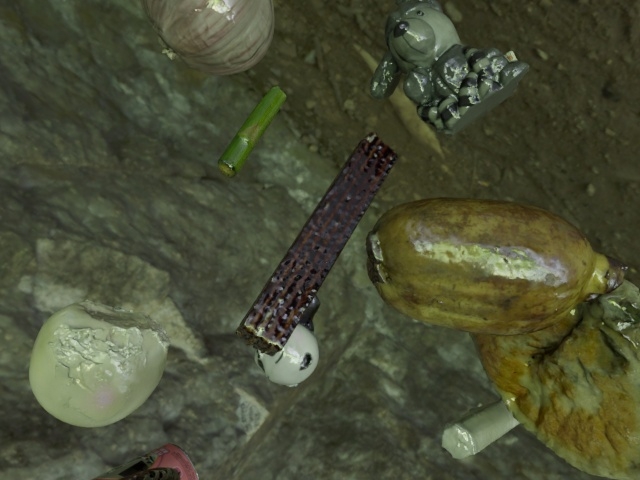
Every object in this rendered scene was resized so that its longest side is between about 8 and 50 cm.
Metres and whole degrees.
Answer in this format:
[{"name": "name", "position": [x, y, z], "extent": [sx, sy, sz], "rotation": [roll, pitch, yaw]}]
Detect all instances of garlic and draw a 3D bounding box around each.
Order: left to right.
[{"name": "garlic", "position": [-0.233, -0.479, 1.137], "extent": [0.317, 0.259, 0.317], "rotation": [42, -167, -12]}]

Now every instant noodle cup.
[{"name": "instant noodle cup", "position": [-0.447, 0.637, 1.393], "extent": [0.244, 0.244, 0.255], "rotation": [38, -146, 25]}]

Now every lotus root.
[{"name": "lotus root", "position": [0.174, 0.026, 0.569], "extent": [0.260, 0.129, 0.145], "rotation": [4, 142, 2]}]

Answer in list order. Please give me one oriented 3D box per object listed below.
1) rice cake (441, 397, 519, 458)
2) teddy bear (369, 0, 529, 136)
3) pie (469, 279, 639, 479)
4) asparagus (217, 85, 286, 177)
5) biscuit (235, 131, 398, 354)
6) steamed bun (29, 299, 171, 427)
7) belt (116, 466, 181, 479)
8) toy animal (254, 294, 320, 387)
[{"name": "rice cake", "position": [0.277, 0.293, 0.918], "extent": [0.052, 0.057, 0.256], "rotation": [-6, 177, 40]}, {"name": "teddy bear", "position": [0.157, -0.258, 0.838], "extent": [0.251, 0.171, 0.144], "rotation": [43, -153, 16]}, {"name": "pie", "position": [0.323, 0.160, 0.749], "extent": [0.339, 0.077, 0.339], "rotation": [44, 147, 39]}, {"name": "asparagus", "position": [-0.115, -0.188, 0.954], "extent": [0.041, 0.178, 0.045], "rotation": [28, 161, 8]}, {"name": "biscuit", "position": [0.000, 0.000, 0.888], "extent": [0.073, 0.388, 0.107], "rotation": [33, 160, -4]}, {"name": "steamed bun", "position": [-0.569, 0.336, 1.452], "extent": [0.333, 0.312, 0.233], "rotation": [11, -171, -22]}, {"name": "belt", "position": [-0.341, 0.490, 1.026], "extent": [0.261, 0.184, 0.105], "rotation": [138, 120, -77]}, {"name": "toy animal", "position": [-0.071, 0.198, 1.147], "extent": [0.138, 0.166, 0.179], "rotation": [9, -133, -17]}]
